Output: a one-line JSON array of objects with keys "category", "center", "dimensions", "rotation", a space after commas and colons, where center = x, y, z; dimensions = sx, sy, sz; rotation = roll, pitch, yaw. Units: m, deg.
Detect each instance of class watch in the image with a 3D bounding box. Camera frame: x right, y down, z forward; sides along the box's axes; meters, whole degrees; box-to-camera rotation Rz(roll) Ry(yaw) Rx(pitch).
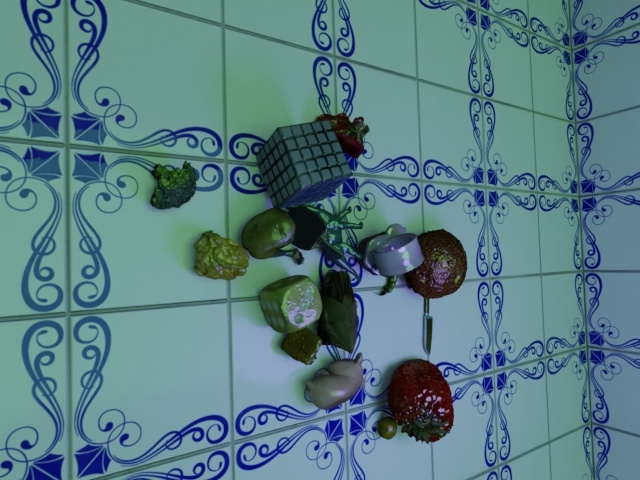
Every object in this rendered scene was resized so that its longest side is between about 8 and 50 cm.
[{"category": "watch", "center": [0.317, 0.056, 1.759], "dimensions": [0.248, 0.217, 0.211], "rotation": [-26, 104, -26]}]

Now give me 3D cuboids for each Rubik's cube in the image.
[{"category": "Rubik's cube", "center": [-0.066, -0.273, 1.611], "dimensions": [0.237, 0.237, 0.238], "rotation": [-17, 81, -31]}]

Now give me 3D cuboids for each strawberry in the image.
[{"category": "strawberry", "center": [0.442, 0.665, 1.925], "dimensions": [0.312, 0.267, 0.351], "rotation": [49, 39, -16]}]

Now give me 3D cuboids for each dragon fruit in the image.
[{"category": "dragon fruit", "center": [0.112, -0.445, 1.792], "dimensions": [0.262, 0.211, 0.134], "rotation": [21, 83, -37]}]

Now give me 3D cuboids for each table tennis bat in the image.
[{"category": "table tennis bat", "center": [-0.026, -0.018, 1.711], "dimensions": [0.274, 0.021, 0.154], "rotation": [37, 100, -8]}]

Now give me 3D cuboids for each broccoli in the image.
[{"category": "broccoli", "center": [-0.485, -0.184, 1.432], "dimensions": [0.160, 0.167, 0.154], "rotation": [39, 30, 3]}]

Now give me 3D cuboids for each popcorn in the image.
[{"category": "popcorn", "center": [-0.341, 0.063, 1.497], "dimensions": [0.194, 0.140, 0.163], "rotation": [43, 61, -22]}]

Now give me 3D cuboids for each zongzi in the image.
[{"category": "zongzi", "center": [0.084, 0.261, 1.663], "dimensions": [0.154, 0.317, 0.289], "rotation": [0, 87, -14]}]

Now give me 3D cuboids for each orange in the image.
[{"category": "orange", "center": [0.289, 0.804, 1.900], "dimensions": [0.085, 0.085, 0.095], "rotation": [35, 63, -27]}]

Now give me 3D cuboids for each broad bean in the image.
[{"category": "broad bean", "center": [0.326, 0.104, 1.978], "dimensions": [0.098, 0.056, 0.318], "rotation": [36, 68, -43]}]

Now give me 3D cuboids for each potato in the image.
[{"category": "potato", "center": [-0.188, -0.028, 1.586], "dimensions": [0.200, 0.154, 0.137], "rotation": [-35, 122, -2]}]

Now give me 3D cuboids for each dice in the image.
[{"category": "dice", "center": [-0.108, 0.229, 1.618], "dimensions": [0.169, 0.169, 0.166], "rotation": [-23, 99, -32]}]

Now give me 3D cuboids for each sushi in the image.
[{"category": "sushi", "center": [0.248, 0.029, 1.902], "dimensions": [0.161, 0.107, 0.241], "rotation": [31, 76, -30]}]

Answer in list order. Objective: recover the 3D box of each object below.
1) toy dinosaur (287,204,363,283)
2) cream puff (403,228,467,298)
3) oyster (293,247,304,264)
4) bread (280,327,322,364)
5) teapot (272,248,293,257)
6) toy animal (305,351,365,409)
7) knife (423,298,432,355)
[{"category": "toy dinosaur", "center": [0.000, 0.000, 1.763], "dimensions": [0.330, 0.129, 0.384], "rotation": [-5, 91, -23]}, {"category": "cream puff", "center": [0.541, 0.103, 2.018], "dimensions": [0.350, 0.228, 0.350], "rotation": [9, 75, -34]}, {"category": "oyster", "center": [-0.083, 0.065, 1.722], "dimensions": [0.083, 0.019, 0.054], "rotation": [64, 33, -44]}, {"category": "bread", "center": [-0.068, 0.389, 1.662], "dimensions": [0.140, 0.069, 0.128], "rotation": [27, 73, 15]}, {"category": "teapot", "center": [-0.154, 0.046, 1.676], "dimensions": [0.110, 0.043, 0.043], "rotation": [3, 86, -35]}, {"category": "toy animal", "center": [0.069, 0.554, 1.724], "dimensions": [0.250, 0.154, 0.166], "rotation": [-31, 146, -32]}, {"category": "knife", "center": [0.518, 0.377, 2.111], "dimensions": [0.061, 0.027, 0.343], "rotation": [7, 83, -37]}]
